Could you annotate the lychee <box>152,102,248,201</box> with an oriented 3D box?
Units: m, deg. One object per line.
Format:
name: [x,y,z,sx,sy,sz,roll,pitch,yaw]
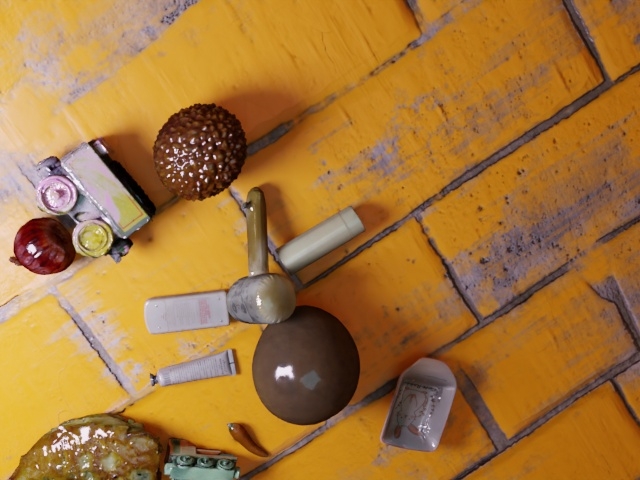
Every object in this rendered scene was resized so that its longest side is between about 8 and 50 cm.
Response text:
lychee: [-0.258,-0.182,1.440,0.238,0.200,0.200,-13,108,36]

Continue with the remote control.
remote control: [-0.305,0.164,1.581,0.190,0.029,0.087,-7,103,-8]

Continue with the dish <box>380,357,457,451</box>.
dish: [0.240,0.396,1.704,0.154,0.064,0.234,14,100,-12]

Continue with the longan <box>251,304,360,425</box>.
longan: [-0.030,0.281,1.551,0.258,0.258,0.257,-2,102,-9]

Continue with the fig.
fig: [-0.596,0.012,1.456,0.151,0.128,0.128,1,102,-4]

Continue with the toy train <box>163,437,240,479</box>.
toy train: [-0.278,0.522,1.622,0.176,0.118,0.074,8,106,-15]

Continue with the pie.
pie: [-0.524,0.542,1.587,0.355,0.103,0.288,-14,104,-2]

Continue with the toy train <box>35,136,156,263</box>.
toy train: [-0.469,-0.083,1.447,0.177,0.134,0.260,-37,105,-1]

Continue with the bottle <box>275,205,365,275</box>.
bottle: [0.000,0.000,1.576,0.202,0.072,0.072,-31,105,-3]

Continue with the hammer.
hammer: [-0.136,0.031,1.522,0.113,0.202,0.305,0,84,-33]

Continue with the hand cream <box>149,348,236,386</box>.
hand cream: [-0.297,0.303,1.610,0.195,0.042,0.067,-11,95,-13]

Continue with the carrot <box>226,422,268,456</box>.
carrot: [-0.178,0.483,1.670,0.035,0.035,0.142,-40,112,0]
